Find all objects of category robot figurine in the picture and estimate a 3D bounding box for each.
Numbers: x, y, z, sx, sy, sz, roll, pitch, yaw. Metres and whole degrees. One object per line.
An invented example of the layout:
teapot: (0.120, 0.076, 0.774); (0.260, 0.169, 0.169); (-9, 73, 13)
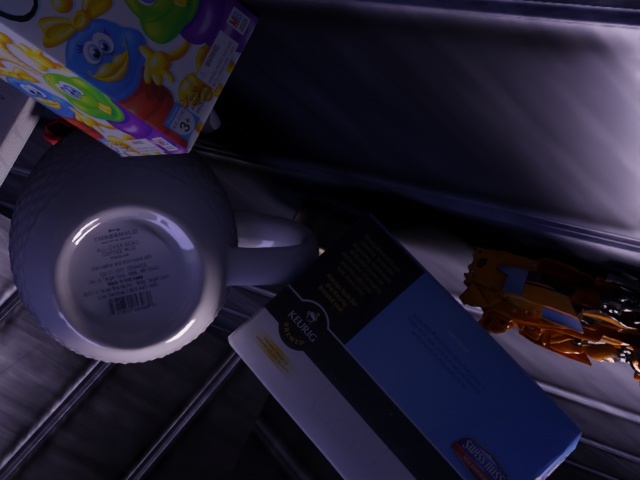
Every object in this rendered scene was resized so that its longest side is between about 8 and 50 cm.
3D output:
robot figurine: (0.311, 0.097, 1.093); (0.291, 0.085, 0.211); (19, 166, 26)

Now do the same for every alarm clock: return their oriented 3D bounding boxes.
alarm clock: (0.000, 0.000, 1.344); (0.192, 0.064, 0.129); (14, 162, 31)

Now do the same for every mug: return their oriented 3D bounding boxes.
mug: (-0.187, 0.006, 1.173); (0.374, 0.276, 0.328); (1, -168, -13)

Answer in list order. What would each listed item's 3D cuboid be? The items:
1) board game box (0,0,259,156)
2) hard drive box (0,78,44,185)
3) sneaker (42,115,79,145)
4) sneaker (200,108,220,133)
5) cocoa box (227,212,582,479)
board game box: (-0.217, -0.202, 0.810); (0.275, 0.144, 0.142); (34, 164, -32)
hard drive box: (-0.551, -0.150, 1.429); (0.181, 0.232, 0.089); (26, 166, 1)
sneaker: (-0.390, -0.146, 1.517); (0.221, 0.087, 0.128); (-7, 137, 46)
sneaker: (-0.213, -0.156, 1.111); (0.215, 0.083, 0.084); (19, 163, 20)
cocoa box: (0.106, 0.183, 1.144); (0.347, 0.228, 0.231); (47, 178, 20)
